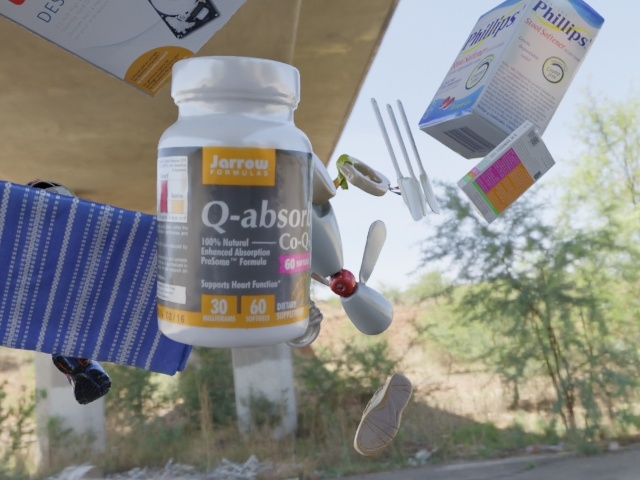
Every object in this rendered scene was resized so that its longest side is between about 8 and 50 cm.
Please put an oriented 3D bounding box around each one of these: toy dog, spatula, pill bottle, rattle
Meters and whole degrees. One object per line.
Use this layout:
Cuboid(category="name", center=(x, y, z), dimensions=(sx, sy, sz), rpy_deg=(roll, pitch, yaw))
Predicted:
Cuboid(category="toy dog", center=(0.000, 0.000, 1.053), dimensions=(0.220, 0.334, 0.161), rpy_deg=(-11, 26, 9))
Cuboid(category="spatula", center=(0.164, -0.157, 1.190), dimensions=(0.019, 0.242, 0.168), rpy_deg=(-19, -2, 33))
Cuboid(category="pill bottle", center=(-0.089, -0.039, 0.661), dimensions=(0.162, 0.279, 0.162), rpy_deg=(1, 5, 0))
Cuboid(category="rattle", center=(0.100, -0.102, 1.424), dimensions=(0.199, 0.143, 0.130), rpy_deg=(16, 13, -45))

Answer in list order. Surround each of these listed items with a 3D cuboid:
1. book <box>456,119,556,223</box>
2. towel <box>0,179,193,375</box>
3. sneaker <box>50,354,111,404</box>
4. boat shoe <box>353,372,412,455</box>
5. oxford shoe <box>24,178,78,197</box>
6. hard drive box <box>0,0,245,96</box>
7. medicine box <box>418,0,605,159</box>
Cuboid(category="book", center=(0.295, -0.107, 0.998), dimensions=(0.144, 0.035, 0.096), rpy_deg=(-41, -52, 6))
Cuboid(category="towel", center=(-0.305, 0.058, 0.791), dimensions=(0.336, 0.040, 0.243), rpy_deg=(14, -61, -23))
Cuboid(category="sneaker", center=(-0.515, 0.266, 1.351), dimensions=(0.083, 0.087, 0.221), rpy_deg=(-25, -47, -21))
Cuboid(category="boat shoe", center=(0.105, 0.309, 1.100), dimensions=(0.170, 0.063, 0.059), rpy_deg=(-47, -5, -39))
Cuboid(category="oxford shoe", center=(-0.469, -0.047, 1.105), dimensions=(0.123, 0.130, 0.348), rpy_deg=(-18, 14, -33))
Cuboid(category="hard drive box", center=(-0.228, -0.289, 0.687), dimensions=(0.181, 0.089, 0.232), rpy_deg=(-38, -36, 24))
Cuboid(category="medicine box", center=(0.362, -0.322, 1.241), dimensions=(0.149, 0.289, 0.263), rpy_deg=(30, -3, -13))
